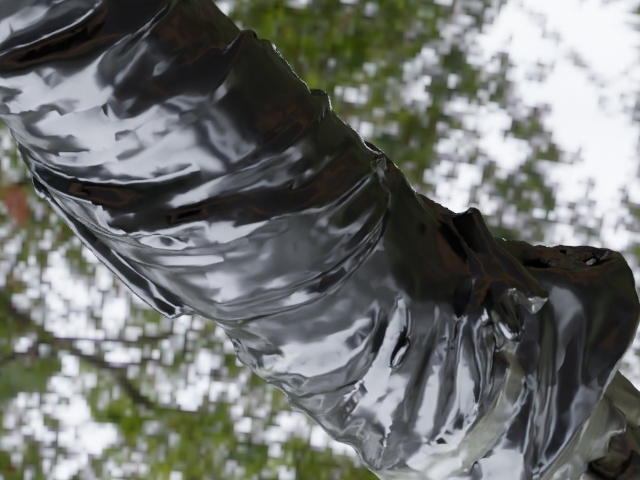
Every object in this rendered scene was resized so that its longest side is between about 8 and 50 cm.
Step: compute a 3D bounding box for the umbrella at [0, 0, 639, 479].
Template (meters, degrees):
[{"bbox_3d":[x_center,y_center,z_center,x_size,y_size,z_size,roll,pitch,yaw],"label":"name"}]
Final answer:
[{"bbox_3d":[0.005,-0.003,0.529,0.113,0.357,0.106,-6,-125,35],"label":"umbrella"}]
